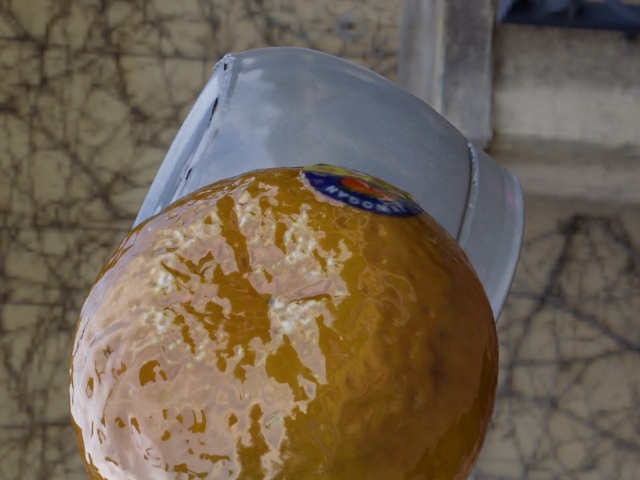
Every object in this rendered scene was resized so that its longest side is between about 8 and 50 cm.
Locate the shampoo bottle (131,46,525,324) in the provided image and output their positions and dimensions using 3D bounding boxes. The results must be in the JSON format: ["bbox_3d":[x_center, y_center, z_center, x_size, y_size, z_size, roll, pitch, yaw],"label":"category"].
[{"bbox_3d":[0.000,0.000,1.028,0.273,0.266,0.273,-61,13,25],"label":"shampoo bottle"}]

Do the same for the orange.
[{"bbox_3d":[-0.015,0.055,0.541,0.155,0.178,0.177,99,171,-52],"label":"orange"}]
